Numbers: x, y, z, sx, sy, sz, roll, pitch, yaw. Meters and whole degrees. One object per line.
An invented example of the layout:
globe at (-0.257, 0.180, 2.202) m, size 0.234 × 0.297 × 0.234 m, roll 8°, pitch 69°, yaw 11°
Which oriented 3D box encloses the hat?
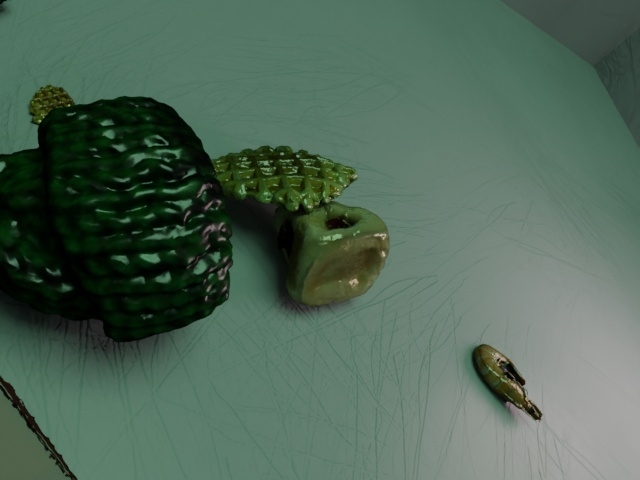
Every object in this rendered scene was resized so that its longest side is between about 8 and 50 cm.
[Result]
hat at (-0.278, -0.010, 0.597) m, size 0.333 × 0.242 × 0.274 m, roll -13°, pitch 41°, yaw -20°

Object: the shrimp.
shrimp at (0.337, 0.253, 1.012) m, size 0.162 × 0.045 × 0.095 m, roll 47°, pitch 20°, yaw 8°

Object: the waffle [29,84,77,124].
waffle at (-0.357, -0.177, 0.781) m, size 0.085 × 0.016 × 0.078 m, roll 29°, pitch 48°, yaw -18°

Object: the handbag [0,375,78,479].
handbag at (-0.320, 0.243, 0.426) m, size 0.275 × 0.084 × 0.260 m, roll 49°, pitch 40°, yaw 3°

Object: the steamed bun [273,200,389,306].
steamed bun at (0.000, 0.000, 0.854) m, size 0.172 × 0.140 × 0.155 m, roll -10°, pitch 42°, yaw -39°

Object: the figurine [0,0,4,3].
figurine at (-0.486, -0.327, 0.758) m, size 0.149 × 0.086 × 0.087 m, roll -61°, pitch 144°, yaw -59°

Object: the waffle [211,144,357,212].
waffle at (-0.065, -0.100, 0.864) m, size 0.208 × 0.054 × 0.214 m, roll 16°, pitch 28°, yaw 26°
